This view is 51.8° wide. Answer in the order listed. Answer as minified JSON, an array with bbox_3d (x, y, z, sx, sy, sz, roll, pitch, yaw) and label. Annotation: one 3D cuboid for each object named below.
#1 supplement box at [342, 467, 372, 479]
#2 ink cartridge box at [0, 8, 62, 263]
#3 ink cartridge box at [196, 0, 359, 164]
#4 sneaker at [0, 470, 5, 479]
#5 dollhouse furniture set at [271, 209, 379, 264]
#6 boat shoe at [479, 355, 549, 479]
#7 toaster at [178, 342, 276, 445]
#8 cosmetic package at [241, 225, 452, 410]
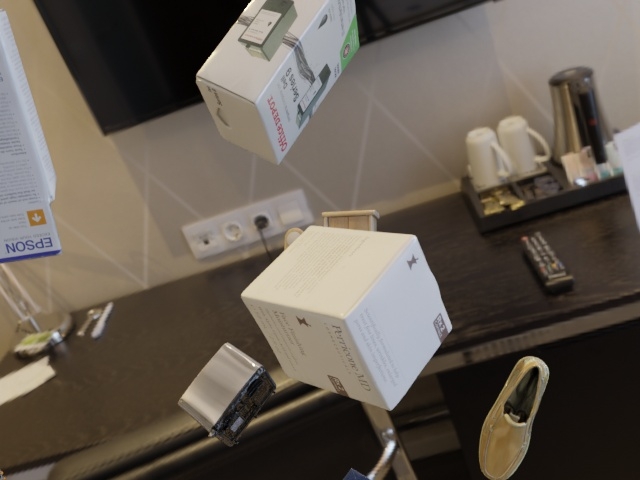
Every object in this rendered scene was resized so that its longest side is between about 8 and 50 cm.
[{"bbox_3d":[0.059,0.529,1.340,0.056,0.083,0.083,25,30,21],"label":"supplement box"},{"bbox_3d":[-0.365,-0.079,0.593,0.224,0.223,0.045,-8,23,-5],"label":"ink cartridge box"},{"bbox_3d":[-0.061,-0.304,1.121,0.122,0.211,0.289,28,76,16],"label":"ink cartridge box"},{"bbox_3d":[-0.627,0.469,1.242,0.084,0.214,0.083,0,4,26],"label":"sneaker"},{"bbox_3d":[0.000,0.000,1.231,0.303,0.173,0.355,-3,-11,17],"label":"dollhouse furniture set"},{"bbox_3d":[0.272,0.256,0.940,0.068,0.189,0.072,17,1,16],"label":"boat shoe"},{"bbox_3d":[-0.187,0.318,1.350,0.110,0.185,0.168,31,72,19],"label":"toaster"},{"bbox_3d":[0.034,0.088,0.824,0.184,0.151,0.151,6,42,46],"label":"cosmetic package"}]
